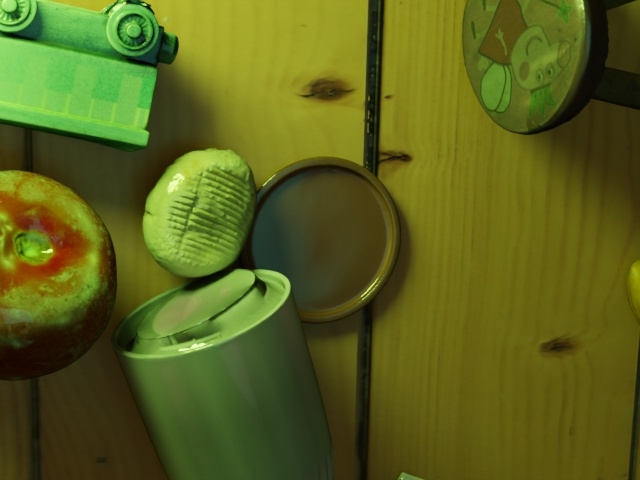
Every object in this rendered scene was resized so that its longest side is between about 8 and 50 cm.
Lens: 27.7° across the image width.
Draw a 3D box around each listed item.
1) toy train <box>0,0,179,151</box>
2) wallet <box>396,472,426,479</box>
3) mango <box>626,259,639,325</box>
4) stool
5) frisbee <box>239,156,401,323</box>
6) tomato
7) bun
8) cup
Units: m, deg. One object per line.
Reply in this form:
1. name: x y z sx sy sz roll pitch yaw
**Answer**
1. toy train: -0.342 -0.235 1.690 0.301 0.120 0.202 10 101 -19
2. wallet: 0.168 0.411 2.050 0.122 0.025 0.061 23 96 -21
3. mango: 0.628 0.152 2.066 0.350 0.199 0.201 46 57 -9
4. stool: 0.343 -0.288 1.834 0.178 0.272 0.272 -7 105 -31
5. frisbee: 0.000 0.000 1.906 0.251 0.021 0.250 -4 103 -16
6. tomato: -0.402 0.054 1.673 0.270 0.222 0.270 16 53 -22
7. bun: -0.169 -0.041 1.801 0.164 0.111 0.188 17 89 -33
8. cup: -0.122 0.238 1.802 0.253 0.253 0.371 -20 110 -13
